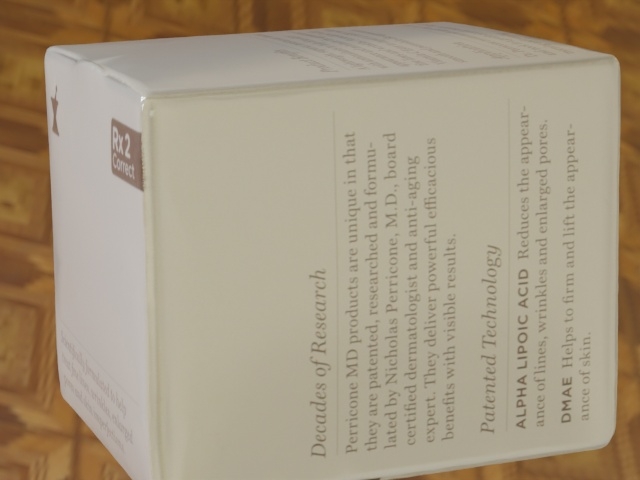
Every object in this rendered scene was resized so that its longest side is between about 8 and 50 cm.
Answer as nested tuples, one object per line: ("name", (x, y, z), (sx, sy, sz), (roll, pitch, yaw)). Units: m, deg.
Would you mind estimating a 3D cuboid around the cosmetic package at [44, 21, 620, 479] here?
("cosmetic package", (0.000, 0.000, 0.719), (0.184, 0.151, 0.151), (-6, 13, -20))
